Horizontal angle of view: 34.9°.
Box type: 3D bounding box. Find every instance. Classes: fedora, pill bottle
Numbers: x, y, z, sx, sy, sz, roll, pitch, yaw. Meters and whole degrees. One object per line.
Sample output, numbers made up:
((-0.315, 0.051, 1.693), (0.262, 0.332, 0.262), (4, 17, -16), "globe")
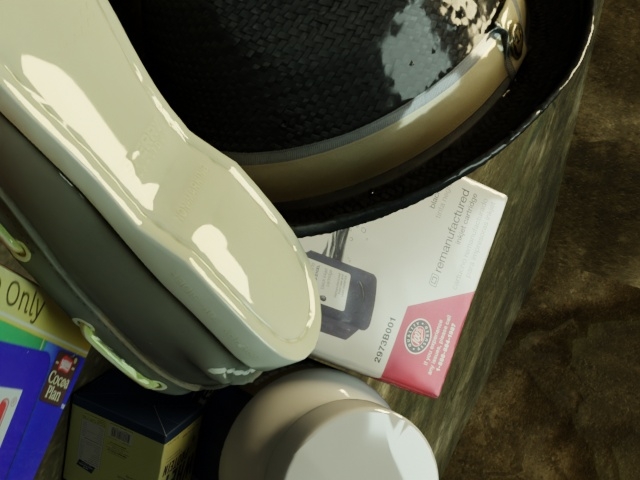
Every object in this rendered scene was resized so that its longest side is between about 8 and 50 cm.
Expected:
((-0.004, -0.157, 0.589), (0.334, 0.334, 0.152), (-58, 142, -37), "fedora")
((-0.025, 0.169, 0.816), (0.265, 0.153, 0.153), (7, -105, 65), "pill bottle")

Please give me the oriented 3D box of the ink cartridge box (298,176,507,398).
((0.000, 0.000, 0.783), (0.100, 0.237, 0.172), (4, -107, 67), "ink cartridge box")

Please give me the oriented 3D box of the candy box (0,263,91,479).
((-0.242, 0.127, 0.388), (0.268, 0.122, 0.317), (53, 56, -68), "candy box")

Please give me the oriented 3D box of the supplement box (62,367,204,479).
((-0.143, 0.156, 0.772), (0.056, 0.083, 0.083), (-32, 139, -61), "supplement box")

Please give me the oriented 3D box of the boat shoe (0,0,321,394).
((-0.122, -0.048, 0.449), (0.305, 0.091, 0.109), (52, 31, -19), "boat shoe")
